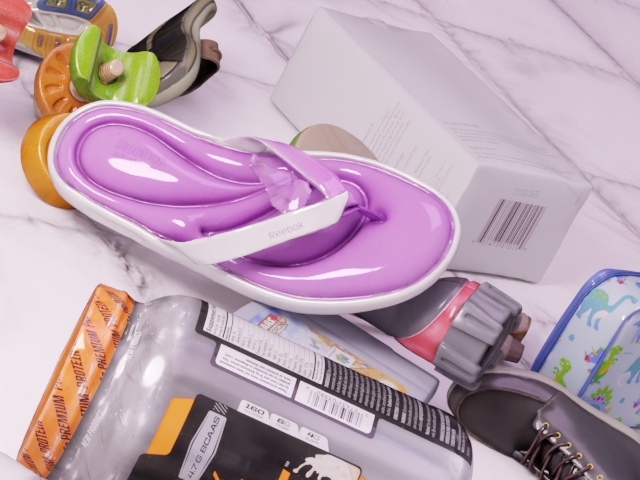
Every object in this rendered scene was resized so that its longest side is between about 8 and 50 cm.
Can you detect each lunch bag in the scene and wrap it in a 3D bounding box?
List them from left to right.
[{"bbox_3d":[0.342,0.117,2.029,0.219,0.176,0.090,4,33,-44],"label":"lunch bag"}]

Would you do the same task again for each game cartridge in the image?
[{"bbox_3d":[-0.013,0.139,1.731,0.198,0.062,0.297,35,23,6],"label":"game cartridge"}]

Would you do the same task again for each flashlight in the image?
[{"bbox_3d":[0.048,0.030,1.837,0.304,0.103,0.103,32,-9,14],"label":"flashlight"}]

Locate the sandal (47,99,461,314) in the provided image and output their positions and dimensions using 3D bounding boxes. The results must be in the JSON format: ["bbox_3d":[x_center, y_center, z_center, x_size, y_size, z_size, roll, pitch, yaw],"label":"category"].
[{"bbox_3d":[-0.074,-0.038,1.776,0.416,0.169,0.102,13,-20,11],"label":"sandal"}]

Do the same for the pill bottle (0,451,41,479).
[{"bbox_3d":[-0.152,0.244,1.229,0.229,0.131,0.131,33,23,13],"label":"pill bottle"}]

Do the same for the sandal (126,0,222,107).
[{"bbox_3d":[-0.173,-0.212,2.258,0.086,0.120,0.303,51,17,-19],"label":"sandal"}]

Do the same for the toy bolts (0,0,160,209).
[{"bbox_3d":[-0.316,-0.138,1.934,0.228,0.158,0.218,28,60,-28],"label":"toy bolts"}]

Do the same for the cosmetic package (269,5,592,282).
[{"bbox_3d":[0.132,-0.126,2.342,0.217,0.156,0.385,9,28,-40],"label":"cosmetic package"}]

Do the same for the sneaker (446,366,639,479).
[{"bbox_3d":[0.229,0.204,1.830,0.222,0.083,0.118,22,28,-7],"label":"sneaker"}]

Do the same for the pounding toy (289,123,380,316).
[{"bbox_3d":[0.000,0.000,2.017,0.183,0.110,0.237,23,50,-43],"label":"pounding toy"}]

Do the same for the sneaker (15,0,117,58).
[{"bbox_3d":[-0.387,-0.274,2.153,0.296,0.112,0.131,19,7,-26],"label":"sneaker"}]

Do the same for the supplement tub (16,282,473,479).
[{"bbox_3d":[-0.059,0.165,1.429,0.316,0.193,0.193,25,22,-7],"label":"supplement tub"}]

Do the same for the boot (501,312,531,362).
[{"bbox_3d":[0.187,0.094,2.075,0.087,0.042,0.118,26,22,-1],"label":"boot"}]
